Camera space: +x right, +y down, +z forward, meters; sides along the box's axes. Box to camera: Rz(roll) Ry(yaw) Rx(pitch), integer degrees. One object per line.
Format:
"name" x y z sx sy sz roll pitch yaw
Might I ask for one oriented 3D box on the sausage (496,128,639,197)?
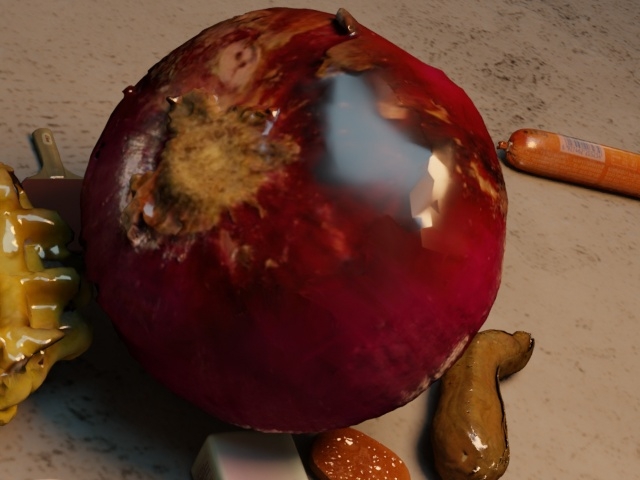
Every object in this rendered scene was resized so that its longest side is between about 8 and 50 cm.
"sausage" 0.367 -0.084 1.542 0.348 0.053 0.053 11 41 -22

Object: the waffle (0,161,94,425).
"waffle" -0.375 0.033 0.917 0.380 0.095 0.382 37 41 13

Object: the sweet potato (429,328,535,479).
"sweet potato" 0.143 0.139 1.145 0.081 0.062 0.233 42 33 -8

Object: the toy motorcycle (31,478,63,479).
"toy motorcycle" -0.133 0.229 0.779 0.260 0.171 0.110 26 39 1

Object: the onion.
"onion" 0.000 0.000 1.043 0.347 0.348 0.385 53 7 28

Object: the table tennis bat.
"table tennis bat" -0.238 -0.045 1.156 0.087 0.013 0.156 -2 49 -31

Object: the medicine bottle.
"medicine bottle" -0.045 0.204 0.954 0.074 0.055 0.118 3 43 -30

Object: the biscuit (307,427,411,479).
"biscuit" 0.031 0.193 1.047 0.091 0.015 0.078 33 39 6
